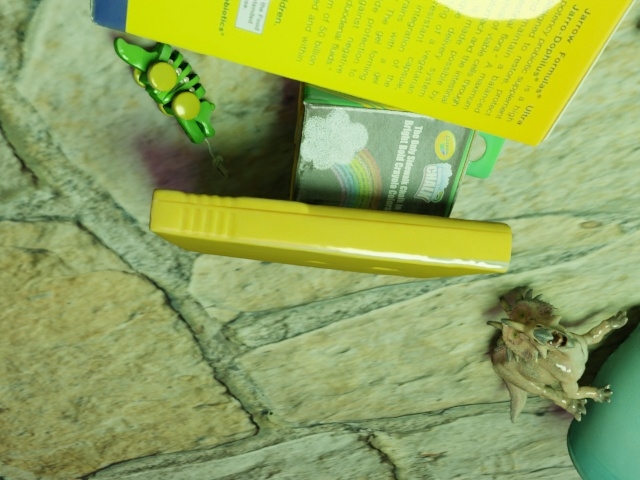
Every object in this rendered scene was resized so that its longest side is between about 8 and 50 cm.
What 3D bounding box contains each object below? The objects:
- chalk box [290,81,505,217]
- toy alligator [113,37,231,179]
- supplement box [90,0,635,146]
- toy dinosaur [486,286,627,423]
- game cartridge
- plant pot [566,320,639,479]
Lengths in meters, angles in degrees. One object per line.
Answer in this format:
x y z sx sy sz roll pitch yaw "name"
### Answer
0.081 -0.109 0.608 0.213 0.132 0.132 5 131 -6 "chalk box"
-0.140 -0.148 0.627 0.051 0.056 0.189 -48 126 -13 "toy alligator"
0.037 -0.242 0.444 0.357 0.194 0.195 12 131 -12 "supplement box"
0.316 0.172 0.874 0.200 0.127 0.295 16 143 -5 "toy dinosaur"
0.000 0.000 0.646 0.324 0.052 0.285 8 174 -6 "game cartridge"
0.534 0.241 0.852 0.272 0.271 0.255 2 117 -2 "plant pot"
